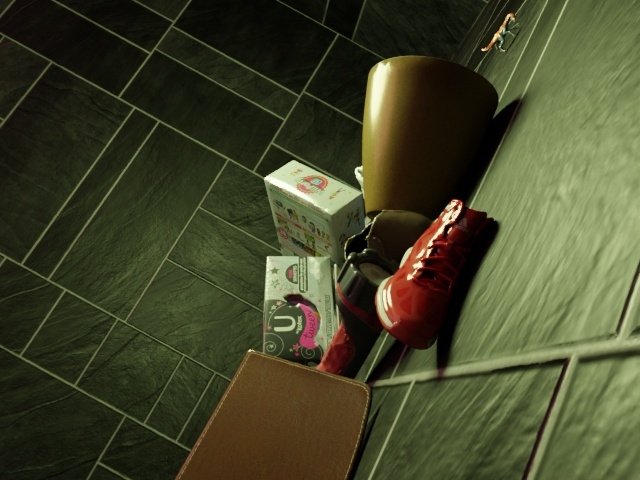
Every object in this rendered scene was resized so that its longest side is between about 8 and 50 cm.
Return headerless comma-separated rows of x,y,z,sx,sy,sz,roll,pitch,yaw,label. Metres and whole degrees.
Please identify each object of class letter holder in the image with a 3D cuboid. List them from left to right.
-0.054,0.330,0.781,0.302,0.214,0.152,-61,-32,-35,letter holder

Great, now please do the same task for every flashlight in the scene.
0.031,0.159,0.915,0.103,0.103,0.304,-16,-40,-50,flashlight

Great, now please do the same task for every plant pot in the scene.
0.167,-0.151,1.043,0.237,0.237,0.254,118,168,-79,plant pot

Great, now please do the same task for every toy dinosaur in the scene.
0.426,-0.484,1.376,0.047,0.090,0.082,-92,-4,-60,toy dinosaur

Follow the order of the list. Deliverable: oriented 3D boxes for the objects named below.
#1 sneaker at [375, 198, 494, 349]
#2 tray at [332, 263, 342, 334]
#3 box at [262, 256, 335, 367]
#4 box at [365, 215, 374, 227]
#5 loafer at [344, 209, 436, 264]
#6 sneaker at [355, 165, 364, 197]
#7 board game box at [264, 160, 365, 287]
0.135,0.021,0.690,0.128,0.087,0.221,-63,0,31,sneaker
0.041,0.168,1.225,0.270,0.030,0.145,92,175,-62,tray
-0.047,0.173,1.210,0.163,0.142,0.247,94,175,-50,box
0.175,-0.052,1.647,0.169,0.087,0.290,-61,0,-31,box
0.109,0.022,1.036,0.134,0.130,0.366,-61,0,-21,loafer
0.131,-0.161,1.582,0.080,0.094,0.212,-62,0,-11,sneaker
0.000,0.000,1.337,0.097,0.224,0.303,-35,-44,-27,board game box
